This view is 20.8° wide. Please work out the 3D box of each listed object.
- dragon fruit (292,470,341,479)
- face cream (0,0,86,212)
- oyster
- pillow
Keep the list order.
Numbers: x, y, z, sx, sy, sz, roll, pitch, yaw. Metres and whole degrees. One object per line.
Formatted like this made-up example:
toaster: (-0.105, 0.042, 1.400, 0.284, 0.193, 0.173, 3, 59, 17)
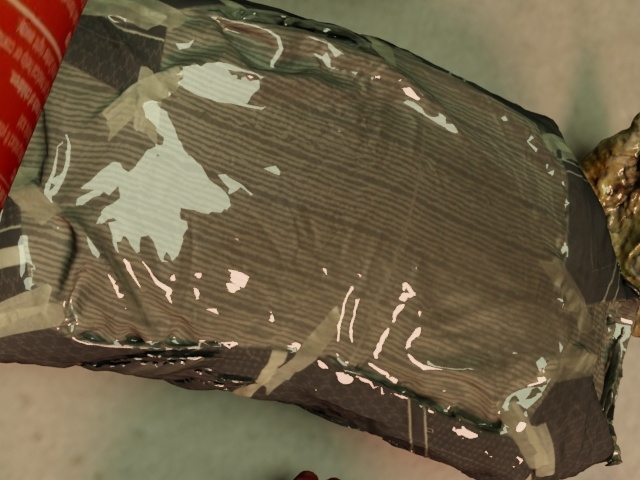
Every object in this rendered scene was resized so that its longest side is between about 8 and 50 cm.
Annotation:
dragon fruit: (0.008, 0.156, 0.684, 0.153, 0.153, 0.111, 40, 29, -24)
face cream: (-0.179, -0.063, 0.502, 0.201, 0.201, 0.187, 25, 79, -28)
oyster: (0.132, -0.006, 0.775, 0.038, 0.081, 0.083, 5, 51, -11)
pillow: (0.000, 0.000, 0.677, 0.335, 0.092, 0.162, 17, 81, -30)
